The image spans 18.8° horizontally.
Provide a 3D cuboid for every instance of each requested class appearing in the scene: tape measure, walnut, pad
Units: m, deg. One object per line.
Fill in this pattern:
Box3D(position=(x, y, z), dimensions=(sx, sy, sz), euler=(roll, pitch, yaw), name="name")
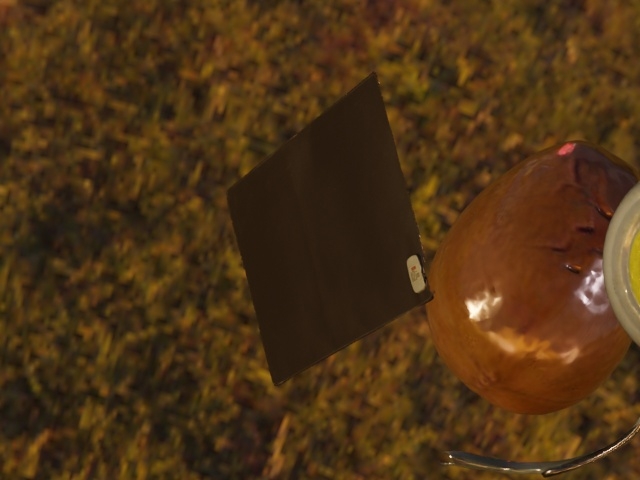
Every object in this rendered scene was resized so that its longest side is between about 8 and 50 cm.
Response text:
Box3D(position=(0.210, 0.057, 1.346), dimensions=(0.084, 0.330, 0.164), euler=(-1, 66, -49), name="tape measure")
Box3D(position=(0.213, 0.020, 1.786), dimensions=(0.203, 0.203, 0.298), euler=(23, 62, 2), name="walnut")
Box3D(position=(0.000, 0.000, 0.993), dimensions=(0.004, 0.193, 0.116), euler=(-8, 77, -27), name="pad")
